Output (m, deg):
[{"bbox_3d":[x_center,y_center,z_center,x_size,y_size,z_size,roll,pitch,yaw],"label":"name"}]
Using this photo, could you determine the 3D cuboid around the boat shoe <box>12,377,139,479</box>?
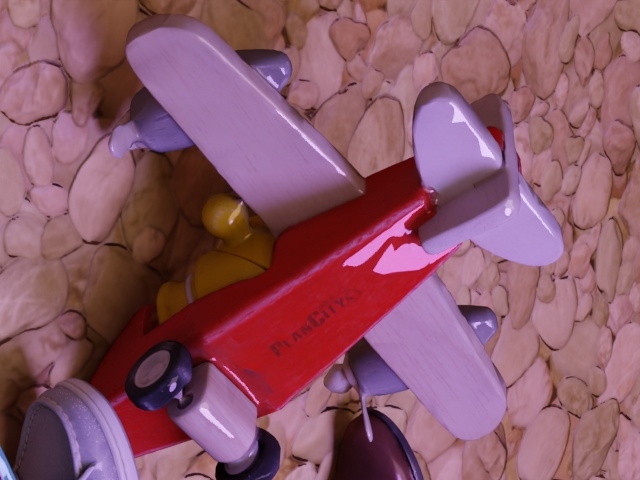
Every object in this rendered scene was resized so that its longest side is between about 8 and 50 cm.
[{"bbox_3d":[-0.217,0.266,1.431,0.103,0.118,0.320,-6,113,-44],"label":"boat shoe"}]

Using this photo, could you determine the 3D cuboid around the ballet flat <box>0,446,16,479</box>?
[{"bbox_3d":[-0.340,0.037,1.221,0.182,0.164,0.483,-22,109,-27],"label":"ballet flat"}]

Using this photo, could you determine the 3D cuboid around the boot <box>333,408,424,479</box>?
[{"bbox_3d":[-0.034,0.306,1.700,0.280,0.096,0.264,-10,114,-40],"label":"boot"}]

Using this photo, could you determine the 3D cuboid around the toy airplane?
[{"bbox_3d":[0.000,0.000,1.502,0.384,0.272,0.386,1,115,-18],"label":"toy airplane"}]
